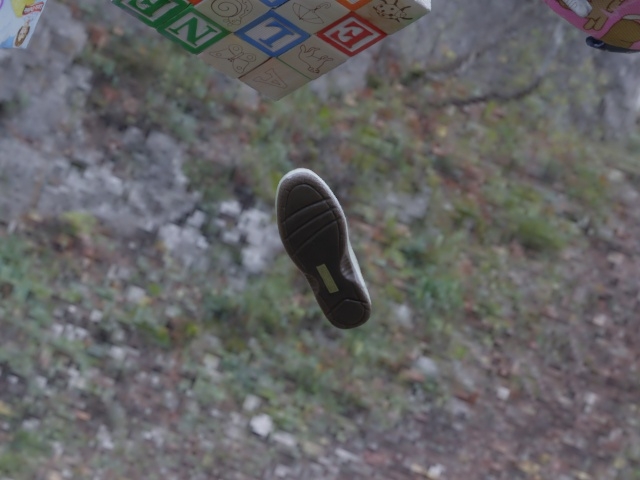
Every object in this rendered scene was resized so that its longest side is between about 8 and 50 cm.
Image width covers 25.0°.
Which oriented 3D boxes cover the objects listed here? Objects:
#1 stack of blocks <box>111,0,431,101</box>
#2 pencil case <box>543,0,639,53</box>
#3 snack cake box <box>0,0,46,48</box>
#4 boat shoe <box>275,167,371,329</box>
[{"bbox_3d":[-0.079,-0.232,1.057,0.171,0.087,0.297,-25,-39,38],"label":"stack of blocks"},{"bbox_3d":[0.261,-0.242,0.874,0.160,0.167,0.386,27,-19,-11],"label":"pencil case"},{"bbox_3d":[-0.352,-0.277,1.450,0.089,0.152,0.264,25,11,6],"label":"snack cake box"},{"bbox_3d":[0.000,0.000,1.469,0.068,0.190,0.072,-14,32,8],"label":"boat shoe"}]
